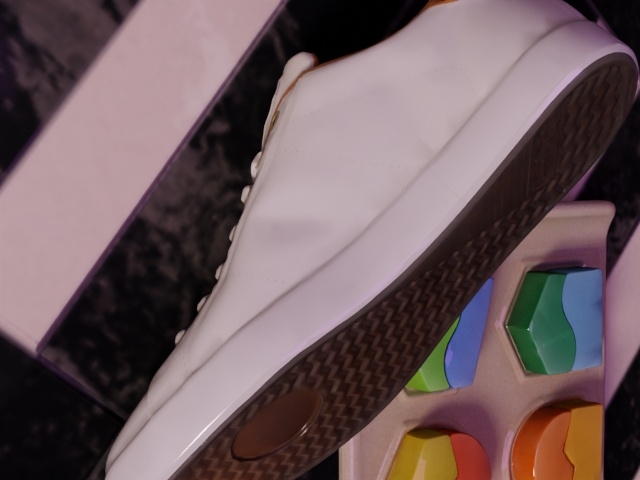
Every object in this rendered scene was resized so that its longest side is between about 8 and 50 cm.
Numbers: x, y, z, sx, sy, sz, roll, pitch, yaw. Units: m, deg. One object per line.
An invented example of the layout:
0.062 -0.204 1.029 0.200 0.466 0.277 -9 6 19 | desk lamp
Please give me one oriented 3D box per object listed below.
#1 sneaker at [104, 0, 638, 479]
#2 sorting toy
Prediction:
0.000 0.000 0.532 0.290 0.123 0.106 -46 150 -1 | sneaker
0.091 0.084 0.635 0.193 0.038 0.208 -3 100 -37 | sorting toy
